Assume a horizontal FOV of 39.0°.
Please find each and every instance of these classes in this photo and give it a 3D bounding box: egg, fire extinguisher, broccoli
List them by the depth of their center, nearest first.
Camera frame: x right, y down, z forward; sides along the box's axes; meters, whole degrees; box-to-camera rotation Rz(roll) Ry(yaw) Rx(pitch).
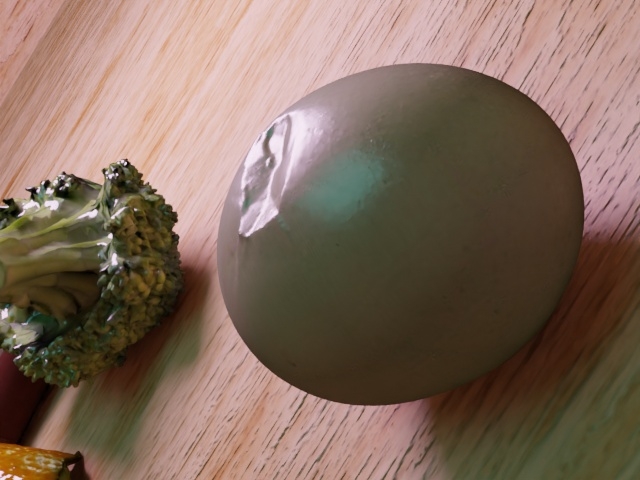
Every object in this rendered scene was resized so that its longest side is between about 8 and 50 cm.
[{"bbox_3d":[0.046,-0.002,0.604,0.269,0.219,0.219,-30,42,34],"label":"egg"},{"bbox_3d":[-0.286,0.041,1.039,0.288,0.235,0.260,-53,12,18],"label":"broccoli"},{"bbox_3d":[-0.423,0.200,1.222,0.337,0.107,0.147,-63,0,-7],"label":"fire extinguisher"}]

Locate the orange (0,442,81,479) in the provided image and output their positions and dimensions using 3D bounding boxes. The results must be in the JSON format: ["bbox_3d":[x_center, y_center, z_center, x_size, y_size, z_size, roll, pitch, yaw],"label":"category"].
[{"bbox_3d":[-0.398,0.355,0.997,0.335,0.196,0.262,-10,69,43],"label":"orange"}]
